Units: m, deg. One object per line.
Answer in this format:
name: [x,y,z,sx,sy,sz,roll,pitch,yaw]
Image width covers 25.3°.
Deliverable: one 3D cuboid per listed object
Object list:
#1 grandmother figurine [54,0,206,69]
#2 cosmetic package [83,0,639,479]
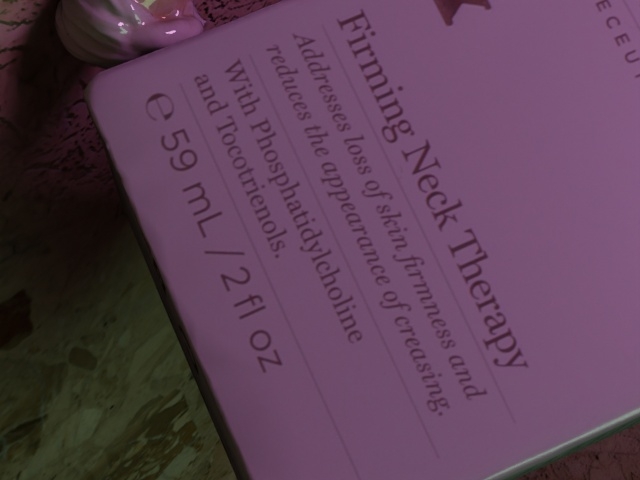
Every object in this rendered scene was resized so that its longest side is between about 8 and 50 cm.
grandmother figurine: [-0.064,-0.252,0.869,0.207,0.104,0.342,12,118,-39]
cosmetic package: [0.088,0.007,1.005,0.393,0.329,0.327,-23,168,-8]
